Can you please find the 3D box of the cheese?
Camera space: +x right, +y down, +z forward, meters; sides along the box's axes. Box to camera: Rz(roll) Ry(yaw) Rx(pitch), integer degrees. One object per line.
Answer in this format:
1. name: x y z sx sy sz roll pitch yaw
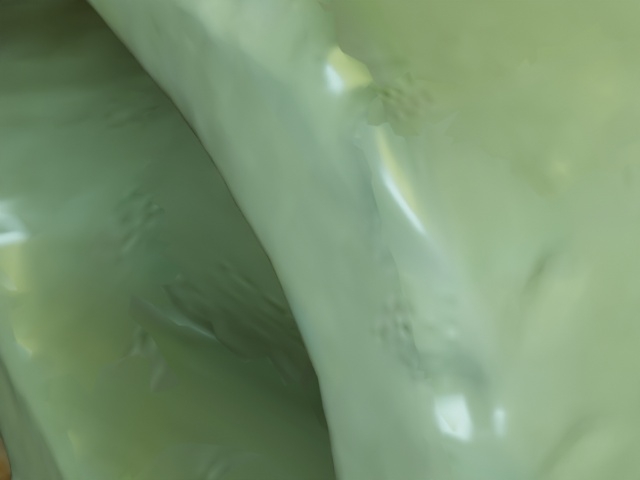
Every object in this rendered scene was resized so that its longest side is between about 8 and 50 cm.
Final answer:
1. cheese: 0.003 -0.003 0.540 0.153 0.292 0.332 -19 53 -27
